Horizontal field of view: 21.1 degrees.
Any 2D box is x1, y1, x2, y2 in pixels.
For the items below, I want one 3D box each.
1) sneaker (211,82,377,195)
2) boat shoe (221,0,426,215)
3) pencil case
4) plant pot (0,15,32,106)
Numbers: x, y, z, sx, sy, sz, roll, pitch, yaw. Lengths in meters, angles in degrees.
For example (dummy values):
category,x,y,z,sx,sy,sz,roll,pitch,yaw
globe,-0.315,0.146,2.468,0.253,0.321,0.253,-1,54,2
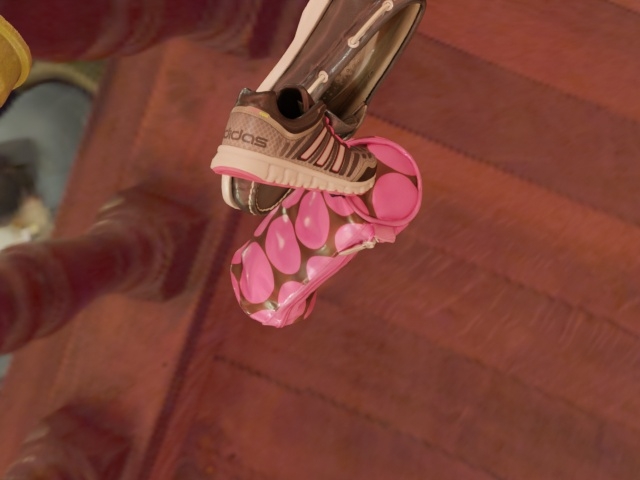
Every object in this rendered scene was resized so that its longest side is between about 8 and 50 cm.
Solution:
category,x,y,z,sx,sy,sz,roll,pitch,yaw
sneaker,-0.011,-0.077,1.269,0.063,0.170,0.075,16,97,38
boat shoe,0.001,-0.139,1.702,0.091,0.114,0.302,40,118,27
pencil case,0.000,0.000,1.438,0.209,0.095,0.098,-46,51,51
plant pot,-0.502,-0.138,1.982,0.276,0.276,0.254,7,66,15
